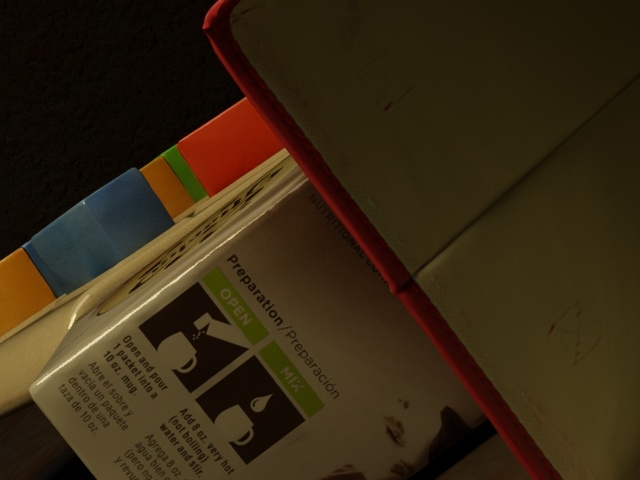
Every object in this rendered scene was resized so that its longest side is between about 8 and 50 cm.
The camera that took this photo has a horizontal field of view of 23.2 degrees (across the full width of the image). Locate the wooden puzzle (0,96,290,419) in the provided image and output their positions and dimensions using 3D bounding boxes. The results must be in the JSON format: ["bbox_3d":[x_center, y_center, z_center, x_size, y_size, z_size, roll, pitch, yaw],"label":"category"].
[{"bbox_3d":[-0.128,-0.009,1.078,0.348,0.080,0.322,-43,9,-33],"label":"wooden puzzle"}]

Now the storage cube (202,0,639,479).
[{"bbox_3d":[0.123,-0.059,0.387,0.193,0.183,0.215,-41,8,-28],"label":"storage cube"}]

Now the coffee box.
[{"bbox_3d":[0.041,0.001,0.644,0.297,0.119,0.168,-37,6,3],"label":"coffee box"}]
